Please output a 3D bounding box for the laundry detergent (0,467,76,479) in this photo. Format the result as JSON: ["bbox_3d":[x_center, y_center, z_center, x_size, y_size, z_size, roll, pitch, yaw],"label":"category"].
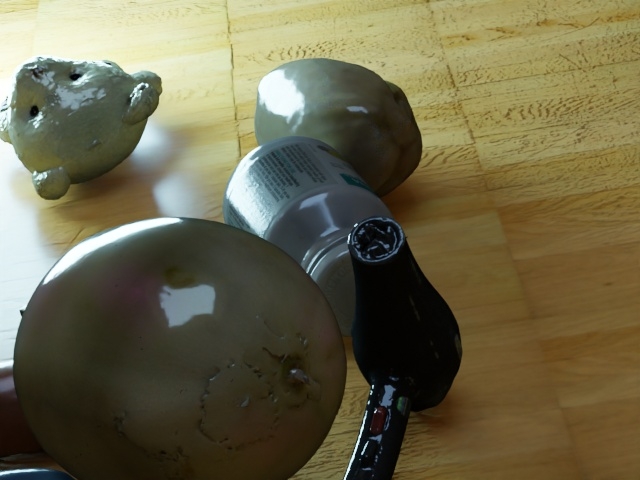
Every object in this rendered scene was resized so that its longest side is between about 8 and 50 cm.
[{"bbox_3d":[-0.209,0.236,1.487,0.290,0.094,0.143,21,38,40],"label":"laundry detergent"}]

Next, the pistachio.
[{"bbox_3d":[0.014,-0.111,1.996,0.153,0.138,0.238,-49,35,1],"label":"pistachio"}]

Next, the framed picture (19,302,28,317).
[{"bbox_3d":[-0.165,0.059,1.864,0.203,0.015,0.150,14,36,34],"label":"framed picture"}]

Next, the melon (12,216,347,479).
[{"bbox_3d":[-0.112,0.093,1.486,0.223,0.223,0.317,-27,17,-30],"label":"melon"}]

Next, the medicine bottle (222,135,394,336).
[{"bbox_3d":[0.000,0.000,1.802,0.135,0.135,0.215,-17,30,-14],"label":"medicine bottle"}]

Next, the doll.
[{"bbox_3d":[-0.279,-0.158,2.167,0.175,0.149,0.278,-44,19,3],"label":"doll"}]

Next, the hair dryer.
[{"bbox_3d":[0.044,0.137,1.537,0.091,0.235,0.272,5,58,16],"label":"hair dryer"}]

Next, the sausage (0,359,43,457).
[{"bbox_3d":[-0.322,0.152,1.665,0.419,0.094,0.094,-10,39,-6],"label":"sausage"}]
